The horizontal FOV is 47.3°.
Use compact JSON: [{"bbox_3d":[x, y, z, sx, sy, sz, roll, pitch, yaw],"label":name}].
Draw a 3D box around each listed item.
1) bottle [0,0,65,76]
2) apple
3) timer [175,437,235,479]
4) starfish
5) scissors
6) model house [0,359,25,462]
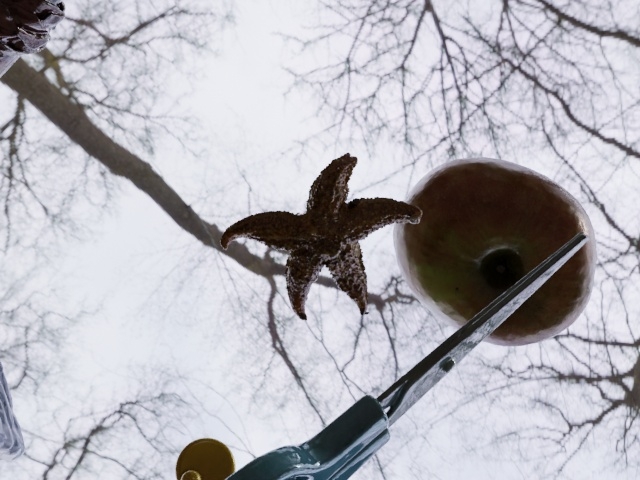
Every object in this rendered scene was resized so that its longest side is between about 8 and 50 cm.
[{"bbox_3d":[-0.476,-0.347,1.102,0.271,0.143,0.156,-34,-103,19],"label":"bottle"},{"bbox_3d":[0.270,0.007,1.136,0.277,0.250,0.309,-42,-87,21],"label":"apple"},{"bbox_3d":[-0.200,0.395,1.262,0.107,0.109,0.107,5,-113,-11],"label":"timer"},{"bbox_3d":[0.000,0.001,0.864,0.240,0.227,0.043,-1,-153,5],"label":"starfish"},{"bbox_3d":[0.073,0.126,0.609,0.447,0.192,0.029,-38,-120,-16],"label":"scissors"},{"bbox_3d":[-0.495,0.050,0.570,0.400,0.445,0.395,-34,-112,34],"label":"model house"}]
